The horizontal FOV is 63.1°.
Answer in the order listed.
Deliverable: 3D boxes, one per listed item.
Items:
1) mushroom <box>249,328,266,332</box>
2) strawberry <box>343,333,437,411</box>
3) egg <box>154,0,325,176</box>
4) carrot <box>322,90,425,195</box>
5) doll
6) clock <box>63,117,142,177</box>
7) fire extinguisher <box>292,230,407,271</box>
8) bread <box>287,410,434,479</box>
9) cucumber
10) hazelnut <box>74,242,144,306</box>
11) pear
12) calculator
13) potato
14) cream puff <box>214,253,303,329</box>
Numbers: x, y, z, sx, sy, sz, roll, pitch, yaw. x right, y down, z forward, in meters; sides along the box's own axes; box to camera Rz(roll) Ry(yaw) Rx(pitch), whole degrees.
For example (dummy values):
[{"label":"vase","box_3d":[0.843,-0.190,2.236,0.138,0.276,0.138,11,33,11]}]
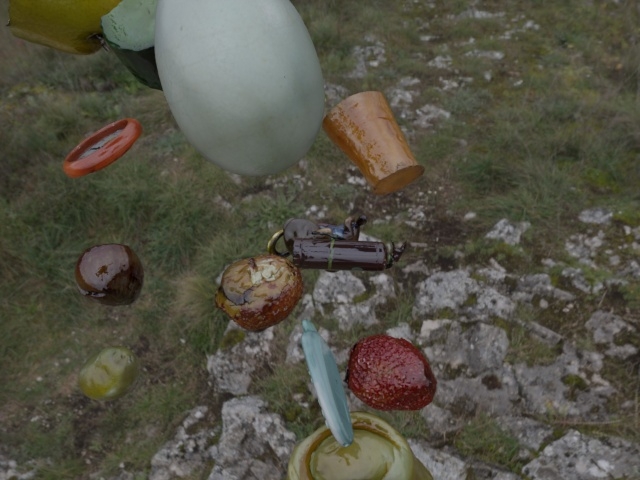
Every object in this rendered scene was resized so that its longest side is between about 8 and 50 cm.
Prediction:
[{"label":"mushroom","box_3d":[-0.221,0.233,1.919,0.138,0.231,0.194,-19,87,-39]},{"label":"strawberry","box_3d":[0.229,0.412,1.627,0.250,0.288,0.239,8,75,-32]},{"label":"egg","box_3d":[-0.077,-0.163,0.499,0.151,0.209,0.151,-18,19,6]},{"label":"carrot","box_3d":[0.142,-0.246,1.384,0.195,0.196,0.254,-24,73,-9]},{"label":"doll","box_3d":[-0.002,-0.003,1.969,0.318,0.339,0.209,-47,64,28]},{"label":"clock","box_3d":[-0.504,-0.214,1.214,0.205,0.051,0.205,-20,34,14]},{"label":"fire extinguisher","box_3d":[0.089,0.033,1.587,0.341,0.142,0.105,1,41,3]},{"label":"bread","box_3d":[0.090,0.541,1.254,0.300,0.341,0.210,-18,43,21]},{"label":"cucumber","box_3d":[-0.207,-0.315,0.763,0.191,0.130,0.191,-5,70,12]},{"label":"hazelnut","box_3d":[-0.686,0.113,1.726,0.218,0.234,0.218,-8,74,31]},{"label":"pear","box_3d":[-0.470,-0.469,1.026,0.178,0.267,0.267,30,56,-16]},{"label":"calculator","box_3d":[0.013,0.299,1.136,0.042,0.184,0.295,-22,54,4]},{"label":"potato","box_3d":[-0.557,0.347,1.400,0.157,0.194,0.157,21,46,-24]},{"label":"cream puff","box_3d":[-0.162,0.141,1.394,0.239,0.164,0.240,1,34,-1]}]
